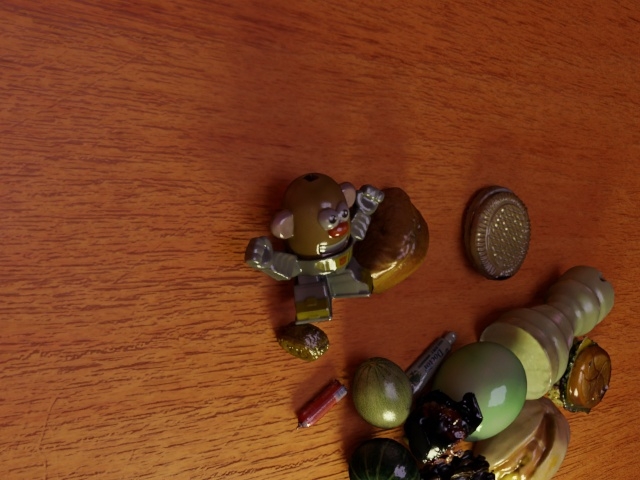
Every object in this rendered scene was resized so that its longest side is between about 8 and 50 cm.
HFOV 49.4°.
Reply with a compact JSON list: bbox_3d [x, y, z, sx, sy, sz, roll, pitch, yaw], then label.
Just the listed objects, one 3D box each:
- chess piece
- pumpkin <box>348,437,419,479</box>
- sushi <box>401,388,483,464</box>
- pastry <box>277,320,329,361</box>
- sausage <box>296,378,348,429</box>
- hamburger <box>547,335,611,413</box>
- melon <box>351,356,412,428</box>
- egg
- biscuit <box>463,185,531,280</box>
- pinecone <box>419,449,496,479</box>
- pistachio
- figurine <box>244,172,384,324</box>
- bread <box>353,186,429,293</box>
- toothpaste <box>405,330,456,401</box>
[{"bbox_3d":[0.662,0.235,1.972,0.442,0.234,0.234,-30,113,-37],"label":"chess piece"},{"bbox_3d":[0.145,0.533,1.608,0.167,0.167,0.125,52,38,-31],"label":"pumpkin"},{"bbox_3d":[0.267,0.439,1.614,0.150,0.172,0.153,-12,80,-47],"label":"sushi"},{"bbox_3d":[-0.036,0.212,1.465,0.097,0.109,0.057,76,35,-56],"label":"pastry"},{"bbox_3d":[-0.002,0.371,1.546,0.145,0.050,0.048,-38,90,-29],"label":"sausage"},{"bbox_3d":[0.786,0.408,2.133,0.261,0.138,0.243,34,75,-36],"label":"hamburger"},{"bbox_3d":[0.143,0.355,1.601,0.139,0.139,0.192,-36,121,-31],"label":"melon"},{"bbox_3d":[0.397,0.381,1.757,0.270,0.220,0.220,-46,121,-19],"label":"egg"},{"bbox_3d":[0.478,-0.019,1.870,0.259,0.079,0.259,-6,99,-39],"label":"biscuit"},{"bbox_3d":[0.341,0.636,1.706,0.243,0.257,0.243,-41,152,-28],"label":"pinecone"},{"bbox_3d":[0.558,0.557,1.925,0.309,0.230,0.230,-50,123,-19],"label":"pistachio"},{"bbox_3d":[-0.002,0.000,1.418,0.342,0.167,0.285,-41,129,-52],"label":"figurine"},{"bbox_3d":[0.171,0.005,1.587,0.129,0.134,0.260,31,76,-38],"label":"bread"},{"bbox_3d":[0.267,0.320,1.760,0.067,0.037,0.255,47,63,2],"label":"toothpaste"}]
